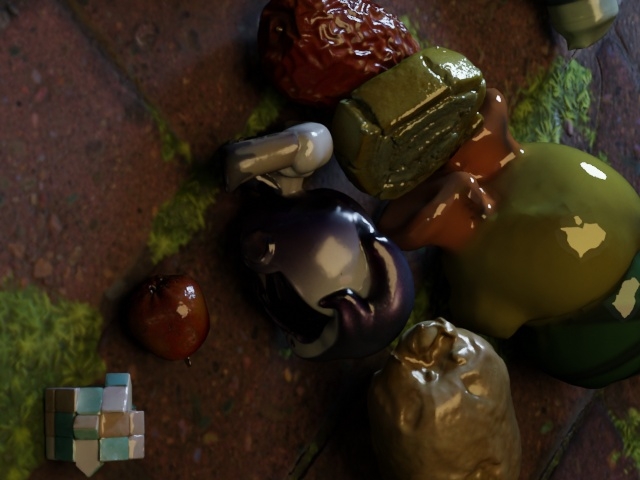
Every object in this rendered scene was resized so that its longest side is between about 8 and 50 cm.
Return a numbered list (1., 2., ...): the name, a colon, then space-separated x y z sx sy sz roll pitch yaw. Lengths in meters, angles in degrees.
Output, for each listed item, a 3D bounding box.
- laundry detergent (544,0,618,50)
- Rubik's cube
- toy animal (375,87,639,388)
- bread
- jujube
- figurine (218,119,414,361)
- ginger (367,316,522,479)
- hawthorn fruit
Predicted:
1. laundry detergent: 0.243 -0.343 1.946 0.143 0.094 0.290 -28 107 -41
2. Rubik's cube: -0.179 0.149 1.556 0.084 0.073 0.075 -21 101 -37
3. toy animal: 0.232 0.013 1.835 0.338 0.191 0.216 41 61 -30
4. bread: 0.084 -0.108 1.712 0.156 0.064 0.117 -37 146 -6
5. jujube: 0.019 -0.172 1.734 0.176 0.109 0.112 14 113 -46
6. figurine: 0.000 0.000 1.682 0.145 0.145 0.222 -26 102 -38
7. ginger: 0.112 0.181 1.726 0.138 0.152 0.267 -32 146 -23
8. hawthorn fruit: -0.127 0.065 1.610 0.077 0.077 0.077 4 84 -40
